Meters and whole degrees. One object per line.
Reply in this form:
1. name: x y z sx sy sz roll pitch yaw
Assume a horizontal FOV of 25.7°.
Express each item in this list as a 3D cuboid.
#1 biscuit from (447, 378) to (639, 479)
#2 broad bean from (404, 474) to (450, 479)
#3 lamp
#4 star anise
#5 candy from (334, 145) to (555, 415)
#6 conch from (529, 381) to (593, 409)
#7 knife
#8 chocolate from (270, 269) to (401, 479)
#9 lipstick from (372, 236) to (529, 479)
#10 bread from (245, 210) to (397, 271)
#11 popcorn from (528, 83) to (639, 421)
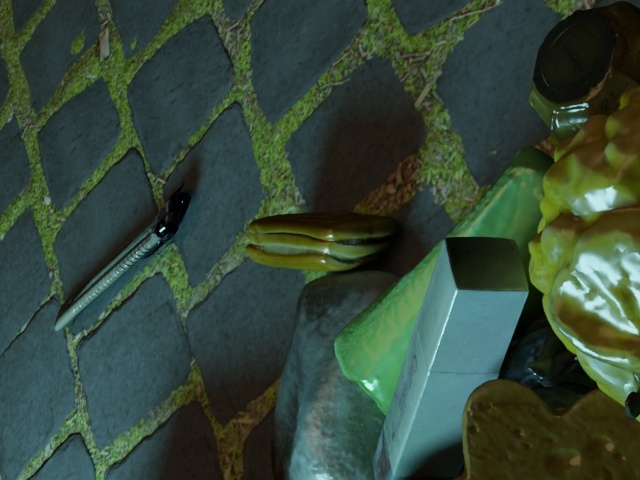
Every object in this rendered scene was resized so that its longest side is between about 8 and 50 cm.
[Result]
1. biscuit: 0.222 0.311 1.351 0.275 0.052 0.354 -1 83 9
2. broad bean: 0.134 0.349 1.452 0.156 0.122 0.228 -37 66 28
3. lamp: 0.314 -0.150 1.443 0.161 0.185 0.161 -24 55 40
4. star anise: 0.267 0.096 1.447 0.205 0.061 0.180 -33 9 -8
5. candy: 0.165 0.055 1.552 0.343 0.132 0.142 -48 59 20
6. conch: 0.221 0.215 1.456 0.173 0.106 0.116 -48 55 2
7. knife: -0.310 0.037 2.189 0.365 0.043 0.089 -41 13 33
8. chocolate: 0.013 0.176 1.718 0.185 0.100 0.303 -10 63 50
9. lipstick: 0.128 0.148 1.457 0.371 0.080 0.076 102 166 -45
10. bread: 0.000 0.000 1.798 0.200 0.116 0.077 4 93 51
11. popcorn: 0.365 0.000 1.248 0.349 0.349 0.381 -27 19 39
